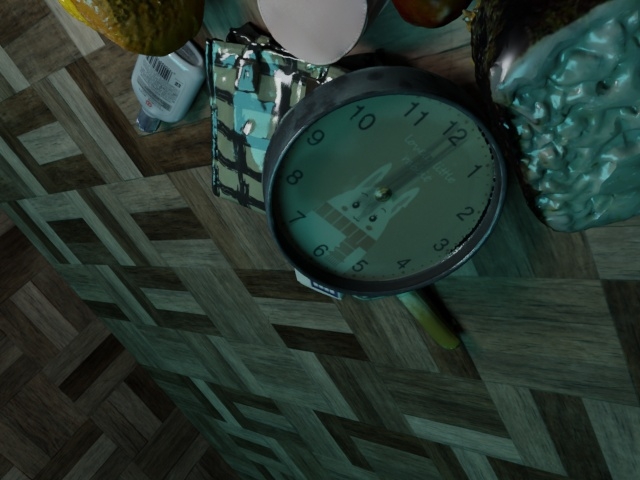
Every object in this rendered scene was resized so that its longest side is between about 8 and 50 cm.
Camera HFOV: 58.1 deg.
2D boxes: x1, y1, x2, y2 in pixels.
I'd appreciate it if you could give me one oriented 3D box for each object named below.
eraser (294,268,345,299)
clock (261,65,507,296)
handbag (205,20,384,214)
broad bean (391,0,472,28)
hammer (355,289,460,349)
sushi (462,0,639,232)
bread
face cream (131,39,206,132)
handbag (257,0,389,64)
[{"bbox_3d":[0.000,0.000,1.249,0.124,0.081,0.279,20,142,27],"label":"eraser"},{"bbox_3d":[0.097,-0.072,0.896,0.385,0.077,0.387,-2,127,-3],"label":"clock"},{"bbox_3d":[-0.045,-0.187,1.014,0.325,0.162,0.327,20,136,23],"label":"handbag"},{"bbox_3d":[0.125,-0.359,0.655,0.121,0.156,0.229,14,145,28],"label":"broad bean"},{"bbox_3d":[0.197,0.126,1.198,0.305,0.113,0.201,45,149,-18],"label":"hammer"},{"bbox_3d":[0.307,-0.173,0.667,0.234,0.208,0.349,-19,135,12],"label":"sushi"},{"bbox_3d":[-0.295,-0.429,0.900,0.145,0.268,0.269,23,145,43],"label":"bread"},{"bbox_3d":[-0.329,-0.317,1.205,0.144,0.071,0.291,43,145,-5],"label":"face cream"},{"bbox_3d":[0.012,-0.359,0.796,0.179,0.116,0.205,45,146,-7],"label":"handbag"}]
